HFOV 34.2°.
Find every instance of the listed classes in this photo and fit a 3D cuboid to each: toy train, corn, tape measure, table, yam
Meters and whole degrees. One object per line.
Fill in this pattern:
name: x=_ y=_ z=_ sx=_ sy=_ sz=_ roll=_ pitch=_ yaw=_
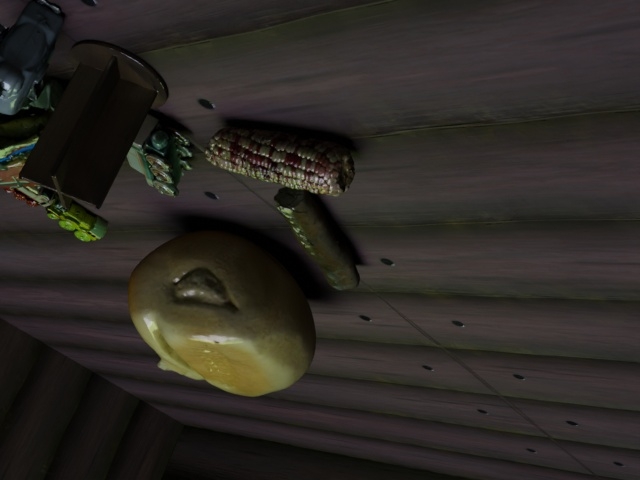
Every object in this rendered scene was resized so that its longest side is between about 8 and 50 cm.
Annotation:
toy train: x=-0.580 y=-0.080 z=2.257 sx=0.085 sy=0.053 sz=0.249 roll=-14 pitch=139 yaw=43
corn: x=-0.067 y=-0.129 z=1.609 sx=0.253 sy=0.086 sz=0.086 roll=14 pitch=157 yaw=26
tape measure: x=-0.480 y=-0.191 z=1.517 sx=0.084 sy=0.330 sz=0.164 roll=27 pitch=160 yaw=-7
table: x=-0.354 y=-0.166 z=1.596 sx=0.167 sy=0.227 sz=0.167 roll=18 pitch=158 yaw=8
yam: x=0.000 y=0.000 z=1.866 sx=0.071 sy=0.067 sz=0.317 roll=24 pitch=161 yaw=32
toy train: x=-0.287 y=-0.151 z=1.781 sx=0.125 sy=0.081 sz=0.194 roll=30 pitch=162 yaw=8

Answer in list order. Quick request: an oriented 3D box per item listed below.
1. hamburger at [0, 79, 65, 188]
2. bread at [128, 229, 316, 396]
hamburger: x=-0.500 y=-0.176 z=1.790 sx=0.276 sy=0.151 sz=0.260 roll=-9 pitch=173 yaw=-26
bread: x=-0.191 y=0.146 z=2.135 sx=0.347 sy=0.253 sz=0.376 roll=7 pitch=156 yaw=23
